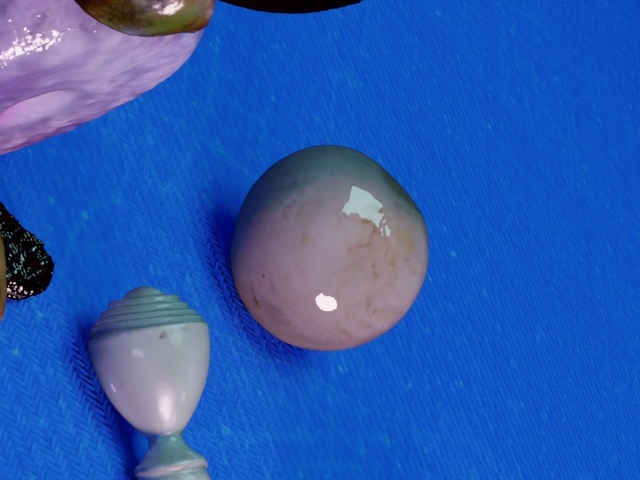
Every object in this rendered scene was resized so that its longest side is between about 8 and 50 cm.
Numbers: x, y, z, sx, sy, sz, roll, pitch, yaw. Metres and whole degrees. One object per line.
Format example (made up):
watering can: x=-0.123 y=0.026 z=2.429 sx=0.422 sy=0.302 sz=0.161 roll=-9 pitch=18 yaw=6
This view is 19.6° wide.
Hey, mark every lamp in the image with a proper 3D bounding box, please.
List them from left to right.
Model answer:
lamp: x=-0.138 y=0.134 z=1.569 sx=0.106 sy=0.106 sz=0.193 roll=5 pitch=74 yaw=-60

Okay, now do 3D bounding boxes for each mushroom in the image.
mushroom: x=-0.006 y=0.002 z=1.852 sx=0.206 sy=0.209 sz=0.206 roll=-25 pitch=126 yaw=-41

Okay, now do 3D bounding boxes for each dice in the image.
dice: x=-0.266 y=-0.223 z=1.422 sx=0.270 sy=0.270 sz=0.271 roll=-7 pitch=74 yaw=-63

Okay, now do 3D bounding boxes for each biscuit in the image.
biscuit: x=-0.257 y=0.007 z=1.524 sx=0.087 sy=0.027 sz=0.089 roll=-14 pitch=81 yaw=-63

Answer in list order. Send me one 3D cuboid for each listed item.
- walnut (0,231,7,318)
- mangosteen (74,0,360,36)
walnut: x=-0.337 y=0.023 z=1.086 sx=0.306 sy=0.306 sz=0.344 roll=56 pitch=21 yaw=-19
mangosteen: x=-0.033 y=-0.290 z=1.262 sx=0.330 sy=0.330 sz=0.330 roll=42 pitch=35 yaw=-39
